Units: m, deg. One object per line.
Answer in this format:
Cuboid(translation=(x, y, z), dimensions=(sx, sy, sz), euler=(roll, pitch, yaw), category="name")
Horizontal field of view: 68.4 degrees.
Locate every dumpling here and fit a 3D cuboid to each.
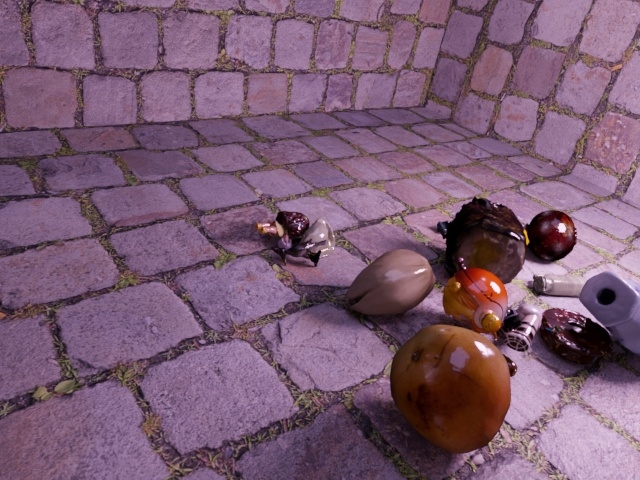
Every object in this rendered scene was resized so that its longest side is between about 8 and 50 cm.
Cuboid(translation=(0.001, -0.002, 1.849), dimensions=(0.134, 0.100, 0.169), euler=(36, 36, -5), category="dumpling")

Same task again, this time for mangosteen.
Cuboid(translation=(0.989, -0.019, 2.108), dimensions=(0.289, 0.232, 0.231), euler=(-4, 18, 40), category="mangosteen")

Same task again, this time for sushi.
Cuboid(translation=(0.633, 0.015, 1.845), dimensions=(0.281, 0.299, 0.294), euler=(32, 32, -10), category="sushi")

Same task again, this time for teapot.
Cuboid(translation=(0.954, 0.169, 1.897), dimensions=(0.200, 0.077, 0.107), euler=(4, 29, -12), category="teapot")

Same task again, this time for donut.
Cuboid(translation=(0.858, 0.326, 1.603), dimensions=(0.235, 0.089, 0.235), euler=(8, 32, -5), category="donut")

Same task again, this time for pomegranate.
Cuboid(translation=(0.329, 0.370, 1.186), dimensions=(0.319, 0.319, 0.319), euler=(8, 32, -5), category="pomegranate")

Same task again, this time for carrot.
Cuboid(translation=(0.514, 0.345, 1.496), dimensions=(0.059, 0.059, 0.248), euler=(-14, 36, -35), category="carrot")

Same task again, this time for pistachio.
Cuboid(translation=(0.234, 0.148, 1.594), dimensions=(0.331, 0.208, 0.226), euler=(-23, -1, -23), category="pistachio")

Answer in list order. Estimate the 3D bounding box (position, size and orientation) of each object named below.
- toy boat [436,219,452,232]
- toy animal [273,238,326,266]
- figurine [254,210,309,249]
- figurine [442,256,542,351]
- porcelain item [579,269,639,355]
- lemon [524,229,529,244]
Cuboid(translation=(0.605, -0.063, 2.178), dimensions=(0.141, 0.060, 0.055), euler=(0, 57, -28), category="toy boat")
Cuboid(translation=(-0.074, 0.039, 1.756), dimensions=(0.202, 0.070, 0.105), euler=(-1, 61, -6), category="toy animal")
Cuboid(translation=(-0.148, -0.049, 1.852), dimensions=(0.240, 0.116, 0.174), euler=(-18, 42, -38), category="figurine")
Cuboid(translation=(0.538, 0.211, 1.535), dimensions=(0.323, 0.196, 0.320), euler=(33, 5, 10), category="figurine")
Cuboid(translation=(1.059, 0.261, 1.582), dimensions=(0.405, 0.178, 0.243), euler=(28, 23, -27), category="porcelain item")
Cuboid(translation=(0.821, -0.010, 2.082), dimensions=(0.187, 0.142, 0.142), euler=(5, 28, 23), category="lemon")
